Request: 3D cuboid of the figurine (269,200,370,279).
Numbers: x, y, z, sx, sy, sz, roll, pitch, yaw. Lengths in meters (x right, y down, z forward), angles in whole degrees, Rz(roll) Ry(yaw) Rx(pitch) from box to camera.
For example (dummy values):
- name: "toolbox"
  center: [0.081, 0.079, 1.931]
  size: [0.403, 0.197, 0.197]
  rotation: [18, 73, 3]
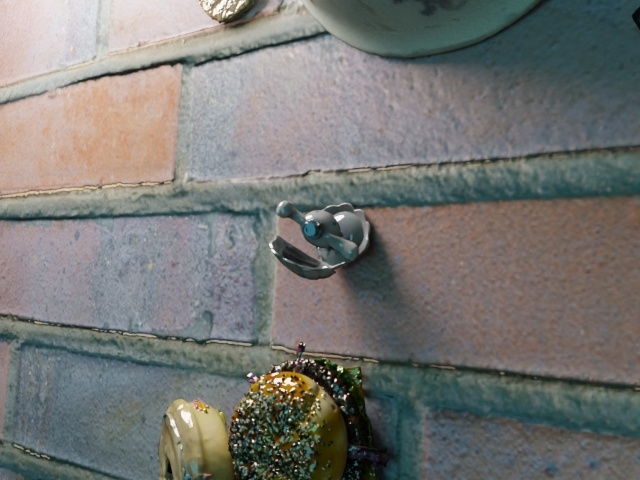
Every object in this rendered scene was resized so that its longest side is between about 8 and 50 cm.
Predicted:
- name: "figurine"
  center: [0.000, 0.000, 0.775]
  size: [0.094, 0.086, 0.082]
  rotation: [30, 102, 38]

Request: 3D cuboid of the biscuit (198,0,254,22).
- name: "biscuit"
  center: [-0.109, -0.325, 0.947]
  size: [0.120, 0.015, 0.120]
  rotation: [-5, 83, 39]

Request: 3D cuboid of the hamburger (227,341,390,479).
- name: "hamburger"
  center: [-0.022, 0.206, 0.766]
  size: [0.164, 0.093, 0.190]
  rotation: [-33, 67, 32]

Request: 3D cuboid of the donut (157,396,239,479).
- name: "donut"
  center: [-0.133, 0.256, 0.841]
  size: [0.174, 0.068, 0.175]
  rotation: [177, 90, -70]

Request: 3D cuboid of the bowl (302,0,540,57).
- name: "bowl"
  center: [0.054, -0.397, 0.687]
  size: [0.434, 0.196, 0.435]
  rotation: [-2, 88, 41]

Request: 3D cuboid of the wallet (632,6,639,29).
- name: "wallet"
  center: [0.372, -0.214, 0.530]
  size: [0.285, 0.030, 0.146]
  rotation: [-46, 57, 26]
